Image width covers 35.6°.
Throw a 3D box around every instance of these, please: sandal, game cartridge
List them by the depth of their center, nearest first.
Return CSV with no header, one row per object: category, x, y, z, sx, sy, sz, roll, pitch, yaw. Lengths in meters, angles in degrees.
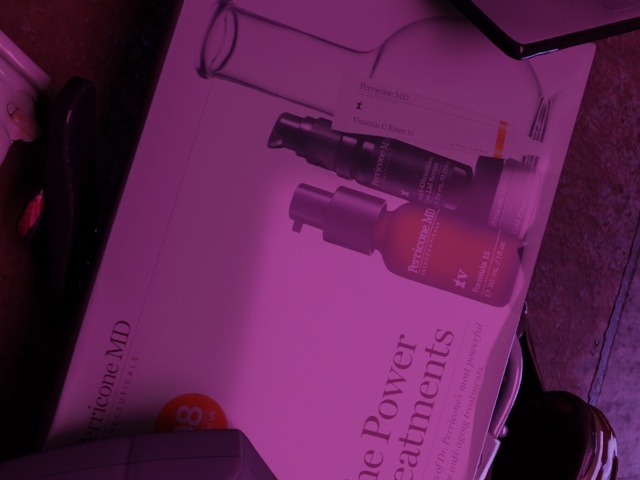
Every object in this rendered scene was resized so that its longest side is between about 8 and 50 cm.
game cartridge,-0.152,0.211,0.619,0.294,0.060,0.196,-19,124,13
sandal,-0.171,-0.024,0.642,0.067,0.040,0.179,-76,177,-58

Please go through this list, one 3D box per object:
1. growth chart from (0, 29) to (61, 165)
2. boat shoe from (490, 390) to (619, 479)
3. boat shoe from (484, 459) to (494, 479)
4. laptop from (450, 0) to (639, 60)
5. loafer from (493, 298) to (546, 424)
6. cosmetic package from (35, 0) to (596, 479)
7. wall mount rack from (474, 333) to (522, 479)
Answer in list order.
growth chart,-0.250,-0.056,0.537,0.172,0.021,0.237,51,54,-32
boat shoe,0.209,0.309,0.978,0.120,0.122,0.324,23,94,-44
boat shoe,0.177,0.319,1.095,0.233,0.084,0.079,-55,172,-23
laptop,0.173,-0.374,0.723,0.381,0.408,0.236,-21,151,-38
loafer,0.183,0.093,0.998,0.096,0.084,0.268,-40,128,-26
cosmetic package,0.000,0.000,0.681,0.284,0.097,0.377,17,86,-14
wall mount rack,0.069,0.229,0.857,0.304,0.130,0.350,34,80,-40
